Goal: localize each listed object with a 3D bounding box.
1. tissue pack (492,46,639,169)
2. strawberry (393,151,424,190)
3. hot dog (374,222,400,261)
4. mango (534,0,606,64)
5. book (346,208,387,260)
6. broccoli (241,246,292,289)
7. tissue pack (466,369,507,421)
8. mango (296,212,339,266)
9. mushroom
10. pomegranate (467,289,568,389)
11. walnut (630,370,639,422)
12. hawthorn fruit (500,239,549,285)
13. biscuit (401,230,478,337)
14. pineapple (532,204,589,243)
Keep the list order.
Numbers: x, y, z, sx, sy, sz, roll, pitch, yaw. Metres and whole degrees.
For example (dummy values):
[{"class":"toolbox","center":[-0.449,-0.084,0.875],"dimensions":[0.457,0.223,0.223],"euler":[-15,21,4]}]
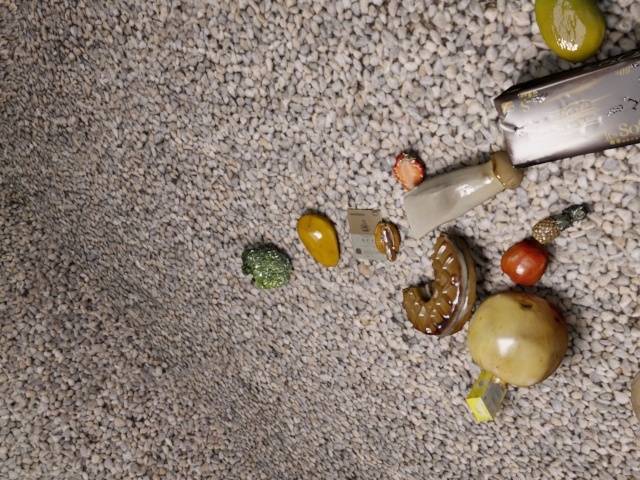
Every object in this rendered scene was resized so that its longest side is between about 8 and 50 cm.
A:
[{"class":"tissue pack","center":[0.654,-0.328,1.400],"dimensions":[0.370,0.198,0.210],"euler":[-10,105,38]},{"class":"strawberry","center":[0.289,-0.222,1.823],"dimensions":[0.103,0.048,0.152],"euler":[3,130,27]},{"class":"hot dog","center":[0.233,0.006,1.969],"dimensions":[0.089,0.060,0.140],"euler":[1,117,17]},{"class":"mango","center":[0.603,-0.551,1.385],"dimensions":[0.137,0.091,0.237],"euler":[-36,86,37]},{"class":"book","center":[0.169,-0.019,2.040],"dimensions":[0.138,0.016,0.199],"euler":[5,117,33]},{"class":"broccoli","center":[-0.226,0.111,2.276],"dimensions":[0.226,0.198,0.176],"euler":[-11,95,32]},{"class":"tissue pack","center":[0.579,0.533,1.954],"dimensions":[0.062,0.176,0.095],"euler":[-23,101,43]},{"class":"mango","center":[0.000,0.000,2.108],"dimensions":[0.147,0.109,0.227],"euler":[-27,99,38]},{"class":"mushroom","center":[0.413,-0.149,1.716],"dimensions":[0.407,0.137,0.154],"euler":[-31,83,40]},{"class":"pomegranate","center":[0.605,0.313,1.740],"dimensions":[0.319,0.319,0.319],"euler":[17,124,27]},{"class":"walnut","center":[0.995,0.453,1.628],"dimensions":[0.178,0.178,0.231],"euler":[-10,104,39]},{"class":"hawthorn fruit","center":[0.617,0.062,1.692],"dimensions":[0.132,0.133,0.138],"euler":[36,121,14]},{"class":"biscuit","center":[0.395,0.173,1.850],"dimensions":[0.268,0.115,0.366],"euler":[-109,29,-44]},{"class":"pineapple","center":[0.692,-0.050,1.620],"dimensions":[0.159,0.074,0.074],"euler":[-38,91,38]}]
